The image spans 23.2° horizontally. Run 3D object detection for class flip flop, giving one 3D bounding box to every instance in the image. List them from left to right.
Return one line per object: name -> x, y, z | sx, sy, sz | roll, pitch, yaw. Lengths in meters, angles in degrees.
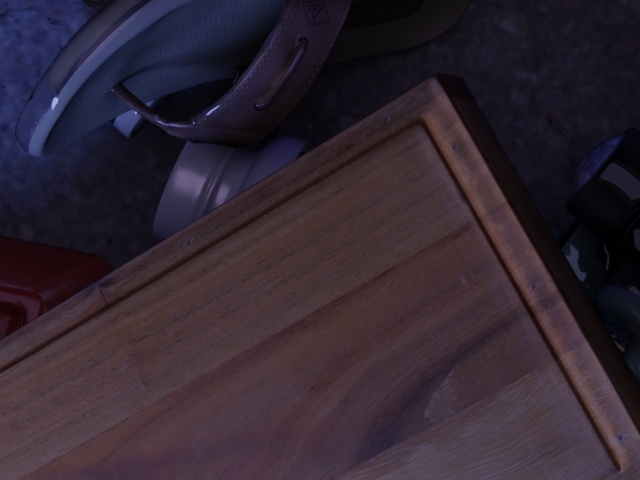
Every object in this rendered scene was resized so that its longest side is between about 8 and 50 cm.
flip flop -> -0.024, -0.092, 0.802 | 0.277, 0.112, 0.080 | -17, 71, -34

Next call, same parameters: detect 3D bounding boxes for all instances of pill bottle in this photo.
pill bottle -> 0.000, 0.000, 0.844 | 0.169, 0.094, 0.094 | 23, 86, 2

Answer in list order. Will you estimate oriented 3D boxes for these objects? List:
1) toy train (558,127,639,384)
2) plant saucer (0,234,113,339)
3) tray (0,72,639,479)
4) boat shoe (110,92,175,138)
toy train -> 0.256, 0.068, 0.787 | 0.334, 0.190, 0.142 | 38, 84, 2
plant saucer -> -0.267, 0.110, 0.864 | 0.258, 0.048, 0.259 | 11, 85, 2
tray -> -0.064, 0.113, 0.743 | 0.411, 0.076, 0.203 | -30, 86, 15
boat shoe -> -0.068, -0.156, 0.867 | 0.065, 0.075, 0.206 | 37, 92, 0
